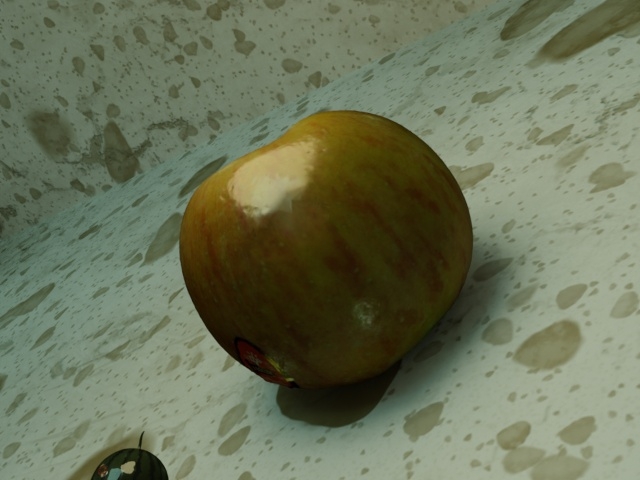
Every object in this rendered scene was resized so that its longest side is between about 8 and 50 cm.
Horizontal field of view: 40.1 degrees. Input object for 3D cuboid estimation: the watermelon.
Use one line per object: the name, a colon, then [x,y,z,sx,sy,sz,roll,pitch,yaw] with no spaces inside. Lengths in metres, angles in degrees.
watermelon: [-0.255,0.323,1.186,0.105,0.105,0.133,-15,51,42]

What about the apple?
apple: [0.000,0.000,1.183,0.400,0.334,0.400,-29,24,14]
